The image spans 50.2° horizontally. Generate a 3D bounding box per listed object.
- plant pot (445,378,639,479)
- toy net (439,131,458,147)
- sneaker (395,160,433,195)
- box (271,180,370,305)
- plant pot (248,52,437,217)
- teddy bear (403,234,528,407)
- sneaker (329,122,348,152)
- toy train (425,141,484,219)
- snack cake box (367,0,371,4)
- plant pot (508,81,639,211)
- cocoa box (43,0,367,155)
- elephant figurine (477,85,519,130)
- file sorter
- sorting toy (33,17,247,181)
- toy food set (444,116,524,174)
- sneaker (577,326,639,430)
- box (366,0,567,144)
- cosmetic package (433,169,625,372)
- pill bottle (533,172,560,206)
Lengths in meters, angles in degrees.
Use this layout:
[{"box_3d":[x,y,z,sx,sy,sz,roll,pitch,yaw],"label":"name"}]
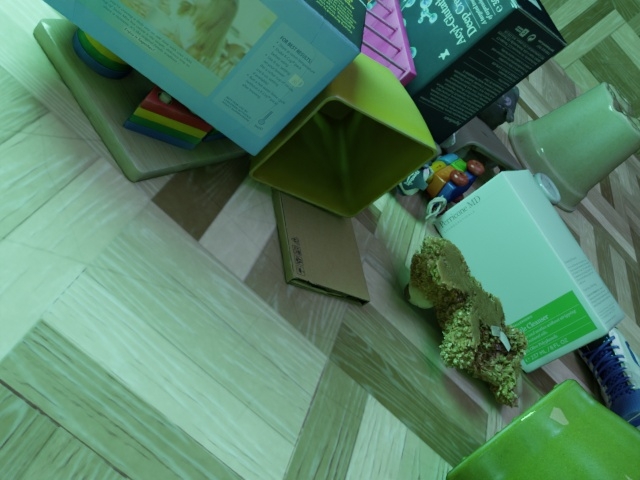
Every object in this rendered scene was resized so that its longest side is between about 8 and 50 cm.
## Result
[{"box_3d":[0.369,0.393,0.922,0.367,0.366,0.353,-7,52,-52],"label":"plant pot"},{"box_3d":[0.284,-0.314,1.626,0.045,0.122,0.232,11,43,-40],"label":"toy net"},{"box_3d":[0.142,-0.156,1.338,0.153,0.094,0.235,51,26,22],"label":"sneaker"},{"box_3d":[0.000,0.000,1.105,0.165,0.021,0.201,21,44,-38],"label":"box"},{"box_3d":[0.029,-0.192,1.088,0.212,0.212,0.187,21,49,-32],"label":"plant pot"},{"box_3d":[0.259,0.149,1.218,0.338,0.113,0.245,40,42,-31],"label":"teddy bear"},{"box_3d":[0.040,-0.145,1.239,0.178,0.077,0.072,47,35,-8],"label":"sneaker"},{"box_3d":[0.232,-0.133,1.453,0.143,0.105,0.248,42,38,15],"label":"toy train"},{"box_3d":[0.182,-0.676,1.734,0.089,0.264,0.152,16,48,-42],"label":"snack cake box"},{"box_3d":[0.806,-0.308,2.096,0.334,0.305,0.333,31,39,-28],"label":"plant pot"},{"box_3d":[-0.136,-0.332,0.901,0.347,0.231,0.227,35,37,-23],"label":"cocoa box"},{"box_3d":[0.421,-0.418,1.897,0.239,0.186,0.169,38,61,-9],"label":"elephant figurine"},{"box_3d":[0.036,-0.393,1.356,0.182,0.202,0.290,26,41,-31],"label":"file sorter"},{"box_3d":[-0.228,-0.233,0.992,0.257,0.089,0.255,56,34,6],"label":"sorting toy"},{"box_3d":[0.388,-0.241,1.751,0.306,0.092,0.219,22,32,-38],"label":"toy food set"},{"box_3d":[0.651,0.301,1.522,0.182,0.127,0.315,49,26,3],"label":"sneaker"},{"box_3d":[0.264,-0.432,1.486,0.212,0.395,0.293,12,50,-44],"label":"box"},{"box_3d":[0.423,0.056,1.399,0.155,0.197,0.365,-13,67,-53],"label":"cosmetic package"},{"box_3d":[0.482,-0.085,1.630,0.087,0.160,0.087,31,39,-29],"label":"pill bottle"}]
